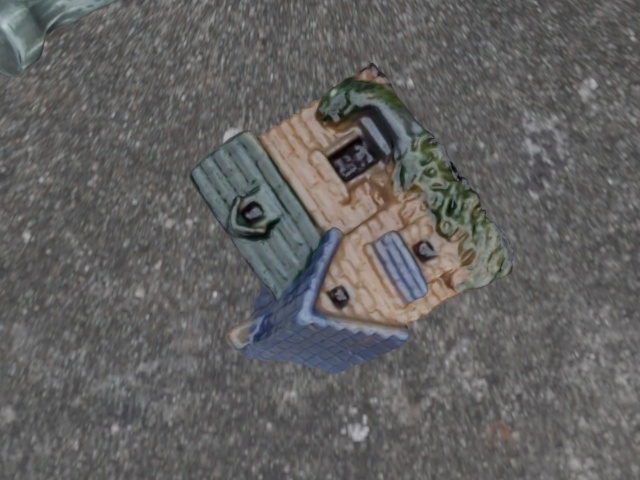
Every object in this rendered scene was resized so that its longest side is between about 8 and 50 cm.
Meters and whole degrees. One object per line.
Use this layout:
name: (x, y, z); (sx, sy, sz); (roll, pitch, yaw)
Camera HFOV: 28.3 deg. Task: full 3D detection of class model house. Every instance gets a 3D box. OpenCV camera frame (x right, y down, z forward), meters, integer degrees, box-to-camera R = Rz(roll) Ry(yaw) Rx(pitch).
model house: (0.000, 0.000, 0.900); (0.172, 0.166, 0.182); (-30, 87, -22)

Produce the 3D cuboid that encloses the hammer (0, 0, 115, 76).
hammer: (0.000, -0.109, 0.437); (0.288, 0.111, 0.033); (1, 129, 42)
